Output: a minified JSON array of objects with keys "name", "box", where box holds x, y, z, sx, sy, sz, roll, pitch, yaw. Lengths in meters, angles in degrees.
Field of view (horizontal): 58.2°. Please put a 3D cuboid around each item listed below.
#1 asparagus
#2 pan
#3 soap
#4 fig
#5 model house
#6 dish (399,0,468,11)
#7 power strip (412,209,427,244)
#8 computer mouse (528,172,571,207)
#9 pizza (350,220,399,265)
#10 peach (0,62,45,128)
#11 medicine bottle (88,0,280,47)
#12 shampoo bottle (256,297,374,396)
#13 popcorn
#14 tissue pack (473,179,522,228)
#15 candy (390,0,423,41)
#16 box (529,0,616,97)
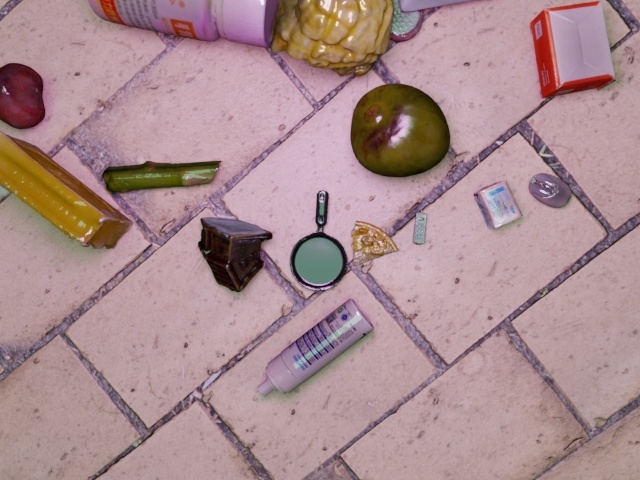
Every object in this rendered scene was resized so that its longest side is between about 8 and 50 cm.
[{"name":"asparagus","box":[-0.366,-0.151,1.347,0.278,0.060,0.067,-1,73,4]},{"name":"pan","box":[0.000,0.000,1.344,0.136,0.028,0.234,5,96,3]},{"name":"soap","box":[-0.594,-0.107,1.295,0.315,0.199,0.091,39,87,3]},{"name":"fig","box":[0.182,-0.230,1.262,0.225,0.203,0.202,17,94,-40]},{"name":"model house","box":[-0.213,0.032,1.335,0.165,0.106,0.152,21,108,38]},{"name":"dish","box":[0.281,-0.617,1.254,0.243,0.080,0.181,-11,85,-2]},{"name":"power strip","box":[0.231,-0.031,1.336,0.027,0.017,0.083,5,94,2]},{"name":"computer mouse","box":[0.522,-0.114,1.303,0.096,0.039,0.066,32,94,2]},{"name":"pizza","box":[0.112,0.019,1.341,0.123,0.026,0.108,33,96,1]},{"name":"peach","box":[-0.702,-0.331,1.316,0.152,0.152,0.152,0,92,3]},{"name":"medicine bottle","box":[-0.285,-0.554,1.245,0.389,0.219,0.219,11,93,2]},{"name":"shampoo bottle","box":[-0.021,0.260,1.326,0.303,0.092,0.092,-39,90,4]},{"name":"popcorn","box":[0.022,-0.482,1.220,0.237,0.293,0.292,-3,93,-37]},{"name":"tissue pack","box":[0.400,-0.082,1.302,0.074,0.059,0.094,-24,91,2]},{"name":"candy","box":[0.181,-0.504,1.306,0.103,0.043,0.103,0,91,1]},{"name":"box","box":[0.548,-0.414,1.261,0.133,0.099,0.182,-11,90,1]}]
